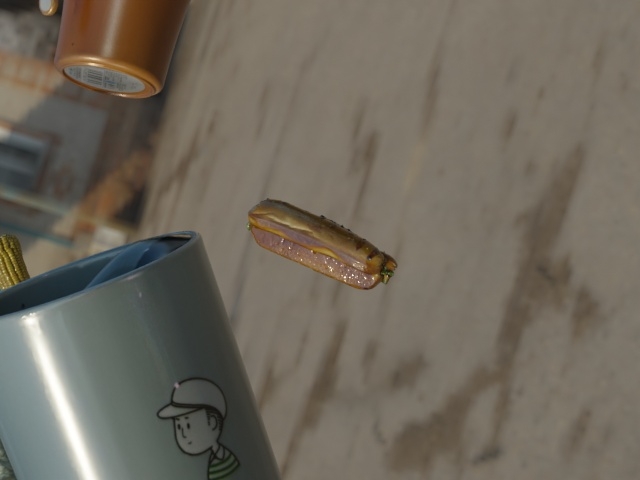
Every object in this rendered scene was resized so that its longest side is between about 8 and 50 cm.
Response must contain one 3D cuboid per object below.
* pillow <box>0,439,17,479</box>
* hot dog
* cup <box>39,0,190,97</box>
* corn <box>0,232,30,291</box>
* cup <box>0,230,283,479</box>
[{"bbox_3d":[-0.316,0.133,1.715,0.229,0.051,0.128,62,178,7],"label":"pillow"},{"bbox_3d":[0.000,0.000,1.355,0.037,0.122,0.049,-57,-22,-26],"label":"hot dog"},{"bbox_3d":[-0.239,-0.318,2.228,0.182,0.226,0.264,-1,73,44],"label":"cup"},{"bbox_3d":[-0.329,0.038,2.029,0.037,0.037,0.092,-168,57,-82],"label":"corn"},{"bbox_3d":[-0.141,0.165,1.511,0.205,0.205,0.312,-136,25,-81],"label":"cup"}]
